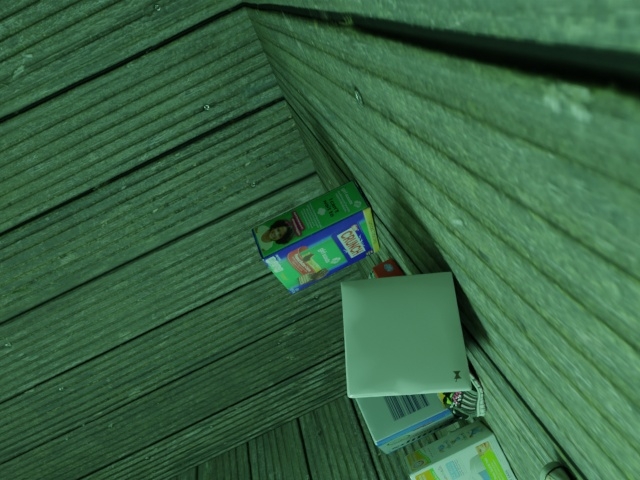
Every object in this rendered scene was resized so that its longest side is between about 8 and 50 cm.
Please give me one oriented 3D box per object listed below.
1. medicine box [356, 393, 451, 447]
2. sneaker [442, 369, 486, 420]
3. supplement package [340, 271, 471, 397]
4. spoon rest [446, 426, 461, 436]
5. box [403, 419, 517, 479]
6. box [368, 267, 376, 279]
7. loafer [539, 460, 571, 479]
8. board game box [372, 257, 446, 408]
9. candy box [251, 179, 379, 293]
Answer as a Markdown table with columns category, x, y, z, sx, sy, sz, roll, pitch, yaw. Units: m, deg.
| category | x | y | z | sx | sy | sz | roll | pitch | yaw |
| --- | --- | --- | --- | --- | --- | --- | --- | --- | --- |
| medicine box | 0.272 | 0.510 | 1.278 | 0.289 | 0.263 | 0.149 | 64 | -179 | -55 |
| sneaker | 0.279 | 0.307 | 0.841 | 0.063 | 0.074 | 0.170 | -115 | 0 | -56 |
| supplement package | 0.140 | 0.177 | 0.746 | 0.293 | 0.177 | 0.176 | 66 | -160 | -71 |
| spoon rest | 0.428 | 0.644 | 1.296 | 0.137 | 0.084 | 0.276 | 64 | -176 | 18 |
| box | 0.305 | 0.509 | 0.937 | 0.103 | 0.203 | 0.114 | 64 | -179 | -82 |
| box | 0.223 | 0.281 | 1.397 | 0.232 | 0.058 | 0.322 | 94 | 162 | -51 |
| loafer | 0.317 | 0.346 | 0.548 | 0.125 | 0.045 | 0.039 | 67 | 172 | -21 |
| board game box | 0.246 | 0.225 | 1.075 | 0.317 | 0.064 | 0.242 | -116 | 0 | -59 |
| candy box | 0.000 | 0.000 | 1.226 | 0.122 | 0.317 | 0.268 | 63 | 180 | 30 |
